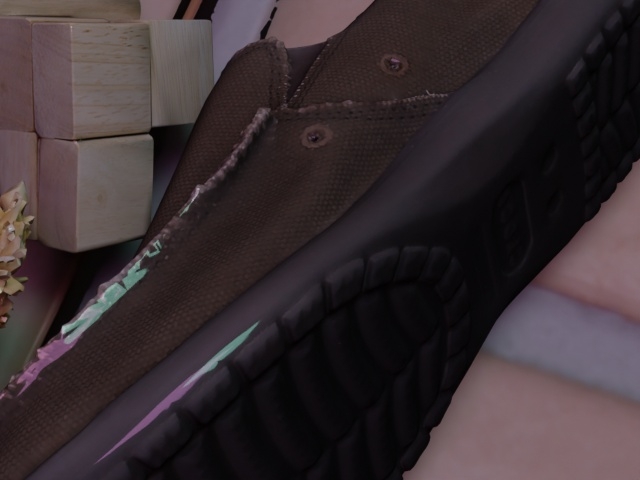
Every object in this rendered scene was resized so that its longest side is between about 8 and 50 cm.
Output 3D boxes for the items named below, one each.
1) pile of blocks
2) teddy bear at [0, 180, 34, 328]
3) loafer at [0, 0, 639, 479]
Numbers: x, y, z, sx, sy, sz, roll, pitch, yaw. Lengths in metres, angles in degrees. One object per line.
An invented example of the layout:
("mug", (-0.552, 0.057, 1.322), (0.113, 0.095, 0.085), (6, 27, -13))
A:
("pile of blocks", (-0.164, -0.146, 0.516), (0.112, 0.149, 0.362), (-15, 72, -56))
("teddy bear", (-0.247, 0.059, 0.391), (0.245, 0.113, 0.338), (31, 70, 28))
("loafer", (0.000, 0.000, 0.450), (0.130, 0.134, 0.366), (26, 55, 33))
